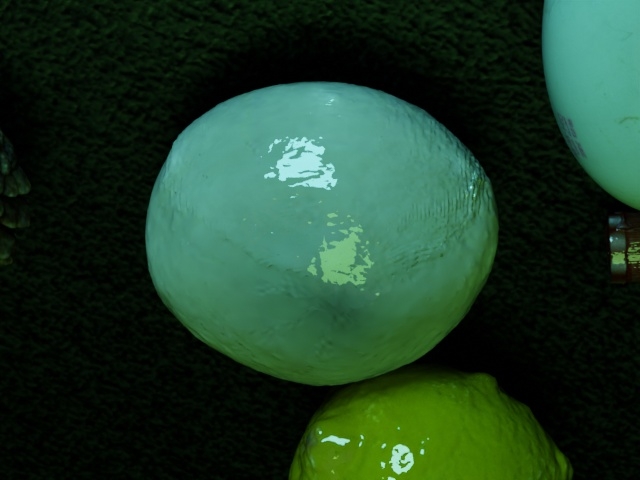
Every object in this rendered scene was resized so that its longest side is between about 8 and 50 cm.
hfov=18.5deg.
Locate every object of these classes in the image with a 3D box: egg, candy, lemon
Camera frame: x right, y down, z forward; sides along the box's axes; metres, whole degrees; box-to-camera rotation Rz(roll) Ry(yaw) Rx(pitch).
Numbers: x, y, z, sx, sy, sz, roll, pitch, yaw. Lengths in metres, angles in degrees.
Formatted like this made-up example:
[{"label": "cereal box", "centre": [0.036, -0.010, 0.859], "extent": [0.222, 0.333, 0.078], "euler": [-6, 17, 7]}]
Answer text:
[{"label": "egg", "centre": [0.260, -0.141, 1.496], "extent": [0.183, 0.183, 0.264], "euler": [-15, 111, 12]}, {"label": "candy", "centre": [0.000, 0.000, 1.595], "extent": [0.295, 0.185, 0.295], "euler": [1, 126, 1]}, {"label": "lemon", "centre": [0.093, 0.223, 1.692], "extent": [0.233, 0.233, 0.288], "euler": [-38, 128, 22]}]

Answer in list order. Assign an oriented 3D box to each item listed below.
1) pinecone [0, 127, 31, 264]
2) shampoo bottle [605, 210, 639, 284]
[{"label": "pinecone", "centre": [-0.342, -0.029, 1.606], "extent": [0.204, 0.179, 0.184], "euler": [-29, 94, 37]}, {"label": "shampoo bottle", "centre": [0.371, -0.002, 1.642], "extent": [0.260, 0.064, 0.102], "euler": [-3, 122, 5]}]
